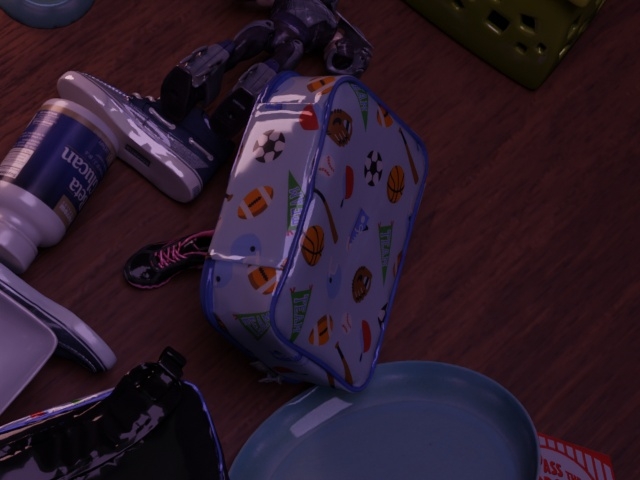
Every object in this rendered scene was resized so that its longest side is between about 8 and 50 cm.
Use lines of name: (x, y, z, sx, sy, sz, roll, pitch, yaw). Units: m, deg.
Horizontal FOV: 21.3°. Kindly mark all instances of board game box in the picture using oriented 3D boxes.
board game box: (0.229, 0.273, 1.691, 0.146, 0.045, 0.193, 19, 33, -15)

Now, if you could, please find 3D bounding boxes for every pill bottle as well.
pill bottle: (-0.284, -0.053, 1.734, 0.094, 0.094, 0.169, 31, 67, 0)

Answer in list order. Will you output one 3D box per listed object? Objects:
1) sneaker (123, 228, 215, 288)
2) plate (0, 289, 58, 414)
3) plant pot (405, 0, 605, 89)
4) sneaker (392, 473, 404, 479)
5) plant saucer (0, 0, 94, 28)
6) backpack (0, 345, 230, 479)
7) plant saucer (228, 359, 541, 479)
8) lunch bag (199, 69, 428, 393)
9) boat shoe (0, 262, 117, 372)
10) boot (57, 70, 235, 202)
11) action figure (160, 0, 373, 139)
sneaker: (-0.146, 0.013, 1.761, 0.119, 0.057, 0.047, -18, 77, -17)
plate: (-0.440, 0.116, 1.625, 0.278, 0.045, 0.277, 39, 84, -5)
plant pot: (0.237, -0.345, 1.899, 0.228, 0.207, 0.227, 36, 66, 1)
sneaker: (0.121, 0.373, 1.673, 0.281, 0.106, 0.162, 39, 72, 15)
plant saucer: (-0.300, -0.289, 1.858, 0.119, 0.021, 0.119, 4, 69, -11)
backpack: (-0.217, 0.270, 1.570, 0.263, 0.213, 0.277, -9, 63, -21)
plant saucer: (0.059, 0.242, 1.645, 0.317, 0.044, 0.318, -12, 38, 9)
lunch bag: (0.000, 0.000, 1.711, 0.115, 0.243, 0.303, 7, 71, 33)
boat shoe: (-0.296, 0.095, 1.699, 0.183, 0.065, 0.083, 34, 70, 7)
boot: (-0.184, -0.128, 1.807, 0.190, 0.069, 0.086, 42, 59, -3)
action figure: (-0.045, -0.212, 1.823, 0.185, 0.099, 0.285, 32, 47, 12)
